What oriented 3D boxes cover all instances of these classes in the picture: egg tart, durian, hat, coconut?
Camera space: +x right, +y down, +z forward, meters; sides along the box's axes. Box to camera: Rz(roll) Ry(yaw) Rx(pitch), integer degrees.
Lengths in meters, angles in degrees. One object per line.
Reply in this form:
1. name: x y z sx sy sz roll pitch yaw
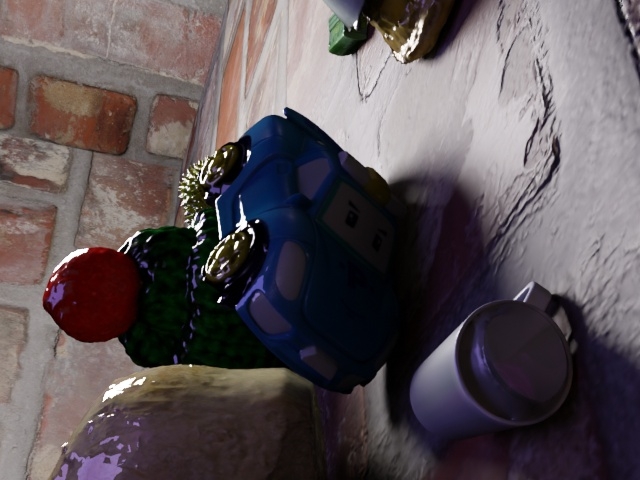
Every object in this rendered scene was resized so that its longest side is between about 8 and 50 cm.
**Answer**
1. egg tart: 0.087 -0.273 0.939 0.191 0.074 0.191 -169 90 -79
2. durian: -0.145 -0.056 1.556 0.146 0.159 0.198 -84 -22 -62
3. hat: -0.204 0.082 1.252 0.242 0.332 0.274 -150 67 -66
4. coconut: -0.115 0.253 0.834 0.297 0.254 0.297 -8 -90 -89

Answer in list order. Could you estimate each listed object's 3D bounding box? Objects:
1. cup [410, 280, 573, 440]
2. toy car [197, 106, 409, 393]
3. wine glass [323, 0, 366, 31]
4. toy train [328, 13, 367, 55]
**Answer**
1. cup: 0.111 0.077 0.599 0.104 0.074 0.116 -59 0 -24
2. toy car: 0.000 0.000 0.893 0.166 0.198 0.314 -39 31 17
3. wine glass: -0.039 -0.283 0.915 0.122 0.182 0.122 -169 90 -78
4. toy train: 0.037 -0.278 1.221 0.093 0.038 0.056 163 111 -74
